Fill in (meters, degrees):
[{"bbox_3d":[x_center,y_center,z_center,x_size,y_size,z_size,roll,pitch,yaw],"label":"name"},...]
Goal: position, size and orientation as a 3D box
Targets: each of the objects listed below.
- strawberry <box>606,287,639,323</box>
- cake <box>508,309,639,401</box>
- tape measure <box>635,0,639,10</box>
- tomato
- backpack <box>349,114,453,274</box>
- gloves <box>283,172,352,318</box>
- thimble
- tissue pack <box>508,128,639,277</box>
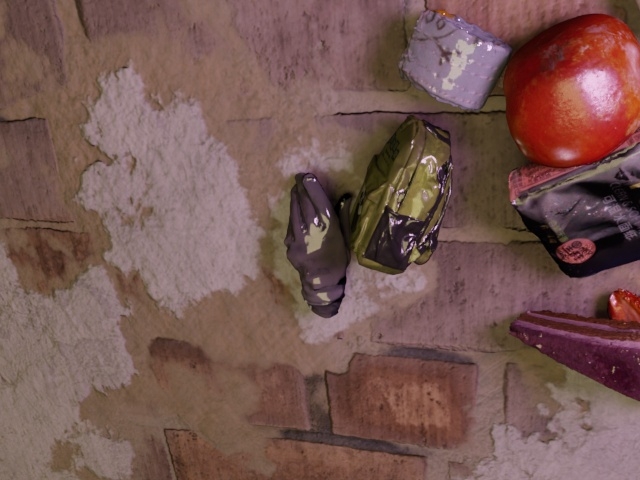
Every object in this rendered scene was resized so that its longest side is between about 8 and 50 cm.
[{"bbox_3d":[0.575,0.183,1.353,0.228,0.098,0.174,48,140,16],"label":"strawberry"},{"bbox_3d":[0.460,0.169,1.311,0.295,0.116,0.113,20,115,40],"label":"cake"},{"bbox_3d":[0.544,-0.388,1.048,0.258,0.130,0.265,14,125,15],"label":"tape measure"},{"bbox_3d":[0.352,-0.230,1.118,0.200,0.233,0.139,-16,151,31],"label":"tomato"},{"bbox_3d":[0.142,-0.077,1.305,0.140,0.207,0.253,19,114,-8],"label":"backpack"},{"bbox_3d":[0.003,0.008,1.460,0.142,0.119,0.286,-16,110,-8],"label":"gloves"},{"bbox_3d":[0.205,-0.278,1.215,0.151,0.127,0.118,37,119,21],"label":"thimble"},{"bbox_3d":[0.478,-0.074,1.192,0.332,0.123,0.245,-23,135,27],"label":"tissue pack"}]
